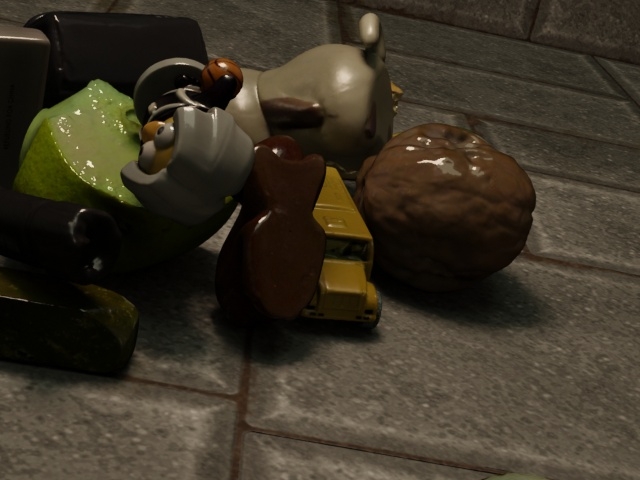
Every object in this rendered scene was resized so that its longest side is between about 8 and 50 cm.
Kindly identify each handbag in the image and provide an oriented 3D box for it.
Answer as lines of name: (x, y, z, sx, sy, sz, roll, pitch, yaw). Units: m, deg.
handbag: (-0.379, -0.295, 1.915, 0.302, 0.177, 0.275, -9, 0, -41)

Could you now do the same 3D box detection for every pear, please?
pear: (-0.274, -0.049, 1.508, 0.286, 0.176, 0.282, 30, 29, -4)

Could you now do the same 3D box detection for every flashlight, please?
flashlight: (-0.386, -0.022, 1.359, 0.424, 0.103, 0.103, 14, 18, 43)

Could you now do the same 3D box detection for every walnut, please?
walnut: (0.179, -0.045, 1.673, 0.273, 0.273, 0.227, 11, 59, -6)

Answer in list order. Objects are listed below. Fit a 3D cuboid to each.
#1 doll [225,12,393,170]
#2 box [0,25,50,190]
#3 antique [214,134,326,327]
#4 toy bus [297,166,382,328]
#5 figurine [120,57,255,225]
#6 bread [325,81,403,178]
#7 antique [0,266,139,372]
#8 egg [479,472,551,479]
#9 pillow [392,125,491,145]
doll: (-0.043, -0.199, 1.861, 0.370, 0.226, 0.215, -18, -6, 15)
box: (-0.452, -0.184, 1.632, 0.103, 0.243, 0.055, -2, 30, -31)
antique: (-0.069, -0.015, 1.463, 0.121, 0.256, 0.143, 9, -16, -27)
toy bus: (0.000, 0.000, 1.604, 0.121, 0.123, 0.335, 7, 23, -15)
figurine: (-0.158, -0.127, 1.402, 0.133, 0.176, 0.236, 32, 25, -28)
bread: (0.008, -0.225, 2.074, 0.211, 0.183, 0.224, 0, 23, -15)
antique: (-0.315, 0.086, 1.286, 0.221, 0.080, 0.081, 9, 21, -8)
egg: (0.175, 0.299, 0.945, 0.169, 0.169, 0.231, 5, 35, -18)
pillow: (0.226, -0.156, 2.165, 0.214, 0.086, 0.233, 3, 25, 4)
